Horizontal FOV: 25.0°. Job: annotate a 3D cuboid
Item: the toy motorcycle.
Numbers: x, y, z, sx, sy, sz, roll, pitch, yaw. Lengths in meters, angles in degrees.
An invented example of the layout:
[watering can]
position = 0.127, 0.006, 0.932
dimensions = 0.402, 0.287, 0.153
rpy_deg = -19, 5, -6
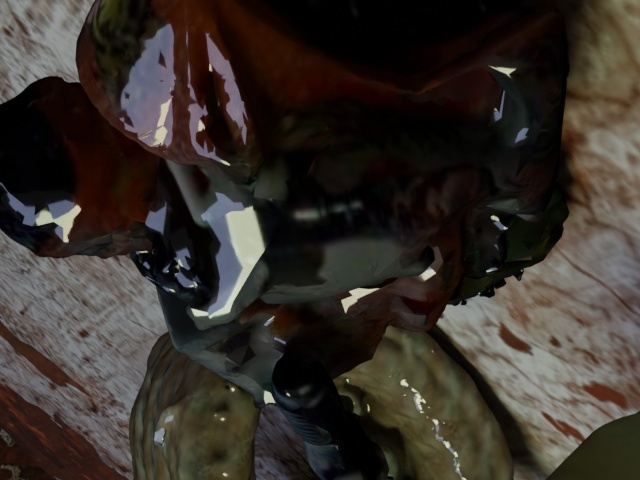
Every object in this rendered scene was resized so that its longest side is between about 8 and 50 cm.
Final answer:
[toy motorcycle]
position = 0.000, 0.000, 0.551
dimensions = 0.401, 0.207, 0.134
rpy_deg = 72, 174, -59

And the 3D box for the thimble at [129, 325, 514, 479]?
[thimble]
position = -0.006, 0.142, 0.832
dimensions = 0.229, 0.196, 0.148
rpy_deg = 47, 160, -14

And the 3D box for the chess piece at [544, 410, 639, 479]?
[chess piece]
position = 0.279, 0.228, 0.489
dimensions = 0.442, 0.234, 0.234
rpy_deg = 18, 148, 39
